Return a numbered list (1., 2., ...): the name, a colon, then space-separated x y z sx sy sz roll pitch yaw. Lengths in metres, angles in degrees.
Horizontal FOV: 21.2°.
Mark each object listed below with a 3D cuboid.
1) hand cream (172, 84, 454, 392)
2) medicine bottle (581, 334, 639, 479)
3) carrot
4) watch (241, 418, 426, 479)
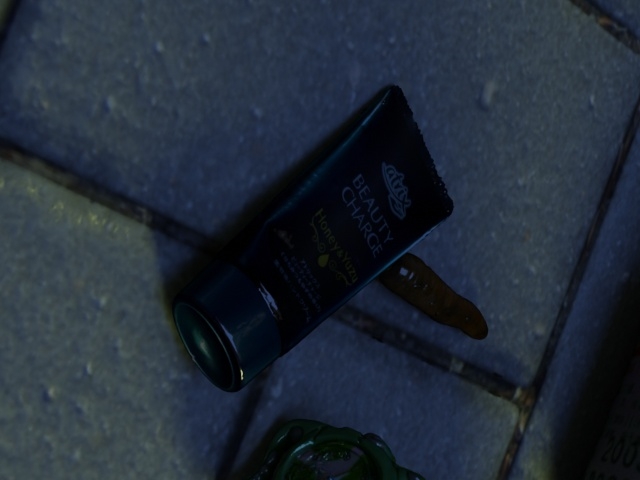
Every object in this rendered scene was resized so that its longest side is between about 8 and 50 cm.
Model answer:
1. hand cream: 0.000 0.000 1.275 0.270 0.061 0.120 -43 116 -36
2. medicine bottle: 0.389 0.145 1.578 0.219 0.219 0.388 30 80 -45
3. carrot: 0.097 0.049 1.395 0.165 0.035 0.036 37 75 -46
4. watch: 0.005 0.228 1.309 0.165 0.131 0.152 -52 150 -27
